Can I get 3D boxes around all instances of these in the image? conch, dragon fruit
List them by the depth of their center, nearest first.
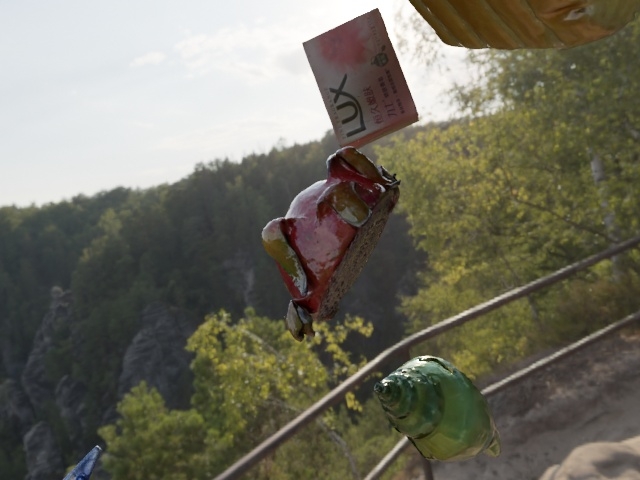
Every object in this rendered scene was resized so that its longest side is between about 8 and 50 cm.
[{"bbox_3d":[0.003,-0.003,0.371,0.068,0.127,0.112,29,3,13],"label":"dragon fruit"},{"bbox_3d":[0.111,0.150,0.480,0.079,0.095,0.200,-32,-33,13],"label":"conch"}]

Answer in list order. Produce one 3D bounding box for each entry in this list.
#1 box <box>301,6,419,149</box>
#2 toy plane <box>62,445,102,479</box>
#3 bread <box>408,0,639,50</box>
[{"bbox_3d":[0.052,-0.202,0.678,0.111,0.156,0.060,-22,-3,14],"label":"box"},{"bbox_3d":[-0.079,0.181,0.275,0.054,0.167,0.062,-45,-11,-15],"label":"toy plane"},{"bbox_3d":[0.103,-0.259,0.378,0.111,0.246,0.239,-48,23,6],"label":"bread"}]
